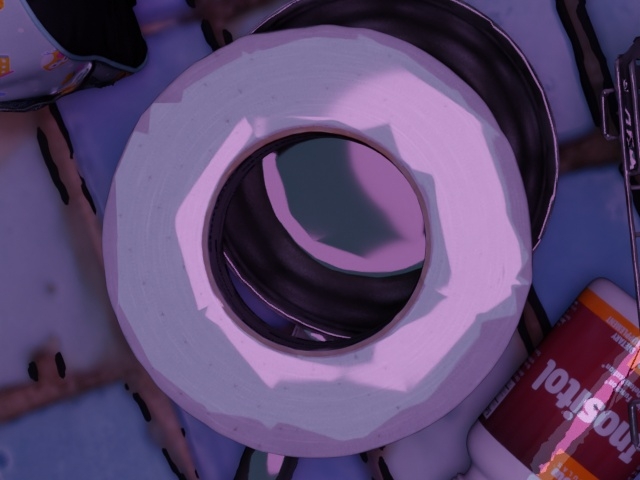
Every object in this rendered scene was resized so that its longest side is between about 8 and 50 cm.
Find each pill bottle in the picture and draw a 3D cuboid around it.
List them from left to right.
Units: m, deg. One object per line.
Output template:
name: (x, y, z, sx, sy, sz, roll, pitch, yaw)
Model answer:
pill bottle: (0.135, 0.102, 0.957, 0.086, 0.086, 0.152, 38, 94, 1)

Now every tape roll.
tape roll: (0.000, 0.000, 0.921, 0.219, 0.072, 0.219, 0, 92, 3)

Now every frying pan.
frying pan: (0.034, 0.021, 0.977, 0.197, 0.053, 0.326, -2, 94, 4)

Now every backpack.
backpack: (-0.182, -0.143, 0.911, 0.144, 0.188, 0.166, -19, 92, 3)

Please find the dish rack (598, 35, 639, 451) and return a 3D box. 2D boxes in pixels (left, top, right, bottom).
dish rack: (0.227, 0.019, 0.901, 0.074, 0.208, 0.272, -6, 90, 39)
